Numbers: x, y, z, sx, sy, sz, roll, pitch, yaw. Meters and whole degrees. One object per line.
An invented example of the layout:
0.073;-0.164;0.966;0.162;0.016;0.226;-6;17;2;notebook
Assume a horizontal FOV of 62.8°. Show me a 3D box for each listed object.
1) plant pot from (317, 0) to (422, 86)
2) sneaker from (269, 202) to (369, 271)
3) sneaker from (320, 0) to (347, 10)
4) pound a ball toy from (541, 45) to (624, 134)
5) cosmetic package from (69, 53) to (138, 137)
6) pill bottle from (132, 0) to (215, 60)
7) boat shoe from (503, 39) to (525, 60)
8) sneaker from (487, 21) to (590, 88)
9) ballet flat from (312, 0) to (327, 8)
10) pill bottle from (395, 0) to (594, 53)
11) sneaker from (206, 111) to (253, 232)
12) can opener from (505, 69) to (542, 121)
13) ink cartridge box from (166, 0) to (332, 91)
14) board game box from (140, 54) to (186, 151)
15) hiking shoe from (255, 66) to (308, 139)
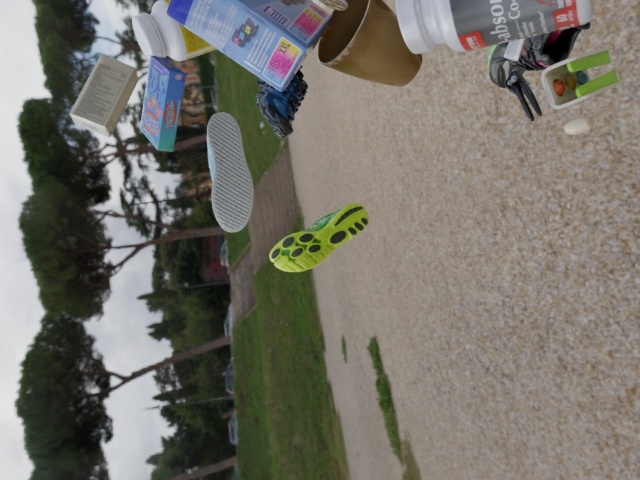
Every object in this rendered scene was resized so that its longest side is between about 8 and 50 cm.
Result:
0.159;-0.551;1.495;0.237;0.254;0.237;-35;44;43;plant pot
0.000;0.000;1.449;0.109;0.295;0.123;62;169;0;sneaker
0.010;-0.503;1.024;0.067;0.118;0.042;-63;4;-8;sneaker
0.776;-0.440;1.565;0.136;0.319;0.208;-14;99;54;pound a ball toy
-0.340;-0.229;0.831;0.041;0.060;0.115;129;162;-72;cosmetic package
-0.410;-0.688;1.669;0.188;0.334;0.188;49;156;31;pill bottle
0.670;-0.710;1.782;0.066;0.063;0.184;-39;-38;-53;boat shoe
0.773;-0.693;1.900;0.483;0.185;0.202;128;137;-67;sneaker
0.038;-0.881;1.898;0.091;0.241;0.077;-142;43;-60;ballet flat
0.357;-0.514;1.089;0.210;0.363;0.210;9;-101;-58;pill bottle
-0.284;-0.211;1.658;0.150;0.135;0.366;-157;64;-79;sneaker
0.614;-0.437;1.573;0.059;0.073;0.186;-49;45;40;can opener
-0.194;-0.585;1.319;0.151;0.395;0.270;-52;11;40;ink cartridge box
-0.424;-0.366;1.401;0.160;0.047;0.210;42;125;43;board game box
-0.098;-0.398;1.435;0.113;0.132;0.304;50;-161;-43;hiking shoe
